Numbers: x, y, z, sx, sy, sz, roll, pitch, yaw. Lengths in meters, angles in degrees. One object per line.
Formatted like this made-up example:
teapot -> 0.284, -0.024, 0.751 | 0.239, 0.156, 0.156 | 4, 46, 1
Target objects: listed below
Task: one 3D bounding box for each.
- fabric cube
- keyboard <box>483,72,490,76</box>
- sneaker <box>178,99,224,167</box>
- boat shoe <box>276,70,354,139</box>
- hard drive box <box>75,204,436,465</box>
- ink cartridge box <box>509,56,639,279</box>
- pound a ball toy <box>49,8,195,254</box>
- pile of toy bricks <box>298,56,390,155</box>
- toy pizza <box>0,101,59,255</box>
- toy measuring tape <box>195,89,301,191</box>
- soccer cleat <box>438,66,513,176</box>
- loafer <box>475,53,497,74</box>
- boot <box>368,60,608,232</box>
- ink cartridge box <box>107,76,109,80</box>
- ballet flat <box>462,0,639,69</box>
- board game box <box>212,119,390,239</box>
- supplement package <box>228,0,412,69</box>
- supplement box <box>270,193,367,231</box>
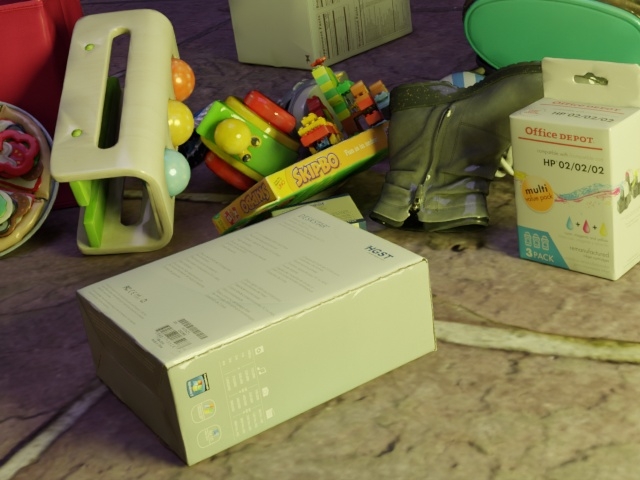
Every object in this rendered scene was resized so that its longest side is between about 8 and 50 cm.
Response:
fabric cube -> -0.432, -0.190, 1.362 | 0.254, 0.258, 0.259 | -10, 23, 1
keyboard -> 0.297, -0.214, 1.453 | 0.317, 0.033, 0.201 | -19, 24, -22
sneaker -> -0.178, -0.148, 1.423 | 0.073, 0.063, 0.162 | 1, 25, 29
boat shoe -> -0.015, -0.177, 1.430 | 0.081, 0.079, 0.227 | -11, 17, 19
hard drive box -> -0.053, 0.064, 0.855 | 0.232, 0.089, 0.181 | -21, 27, -26
ink cartridge box -> 0.230, -0.066, 0.940 | 0.104, 0.181, 0.062 | 14, 32, 42
pound a ball toy -> -0.207, -0.119, 1.223 | 0.136, 0.208, 0.319 | -5, 47, 2
pile of toy bricks -> 0.020, -0.164, 1.228 | 0.118, 0.105, 0.212 | -29, -1, 12
toy pizza -> -0.399, -0.072, 1.192 | 0.201, 0.201, 0.032 | -9, -17, -1
toy measuring tape -> -0.077, -0.123, 1.313 | 0.122, 0.121, 0.330 | -7, 6, 4
soccer cleat -> 0.210, -0.106, 1.160 | 0.143, 0.116, 0.331 | -35, 29, -17
loafer -> 0.343, -0.239, 1.343 | 0.303, 0.095, 0.109 | 21, 42, 29
boot -> 0.168, -0.082, 1.048 | 0.247, 0.161, 0.083 | -5, -20, 34
ink cartridge box -> -0.467, -0.312, 1.649 | 0.307, 0.304, 0.072 | 20, 76, 51
ballet flat -> 0.404, -0.216, 1.173 | 0.483, 0.164, 0.182 | 22, 51, 28
board game box -> -0.006, -0.070, 1.151 | 0.259, 0.039, 0.124 | -31, 0, -38
supplement package -> -0.002, -0.436, 1.854 | 0.199, 0.198, 0.263 | 14, 32, 41
supplement box -> 0.000, 0.000, 1.025 | 0.083, 0.056, 0.083 | -12, 23, -6
